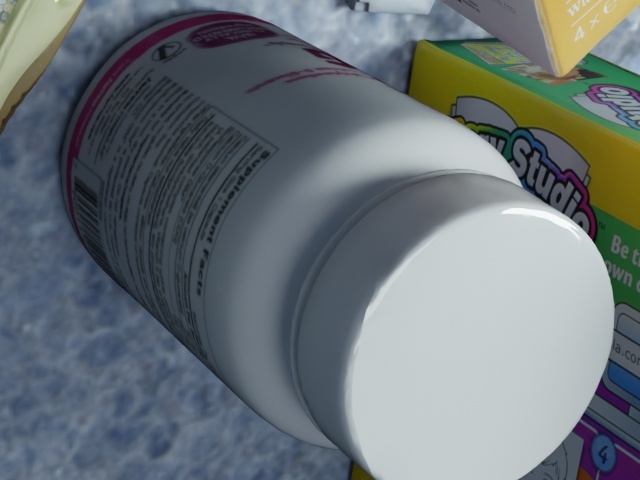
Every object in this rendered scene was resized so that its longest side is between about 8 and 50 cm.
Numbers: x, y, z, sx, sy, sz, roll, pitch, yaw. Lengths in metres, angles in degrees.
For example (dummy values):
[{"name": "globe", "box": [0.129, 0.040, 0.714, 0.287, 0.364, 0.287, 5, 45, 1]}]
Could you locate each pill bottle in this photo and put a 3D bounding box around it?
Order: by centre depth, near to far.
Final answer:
[{"name": "pill bottle", "box": [0.000, 0.000, 0.822, 0.160, 0.283, 0.160, -12, 116, -26]}]

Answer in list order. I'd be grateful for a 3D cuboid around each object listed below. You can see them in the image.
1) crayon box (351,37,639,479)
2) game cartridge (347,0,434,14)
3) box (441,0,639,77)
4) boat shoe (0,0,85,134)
[{"name": "crayon box", "box": [0.160, 0.089, 0.906, 0.106, 0.363, 0.313, -3, 112, -30]}, {"name": "game cartridge", "box": [0.046, -0.164, 0.945, 0.056, 0.017, 0.083, 0, 110, -27]}, {"name": "box", "box": [0.091, -0.279, 0.755, 0.215, 0.168, 0.345, -41, 142, -11]}, {"name": "boat shoe", "box": [-0.198, -0.061, 0.800, 0.089, 0.104, 0.285, 31, 82, -32]}]
